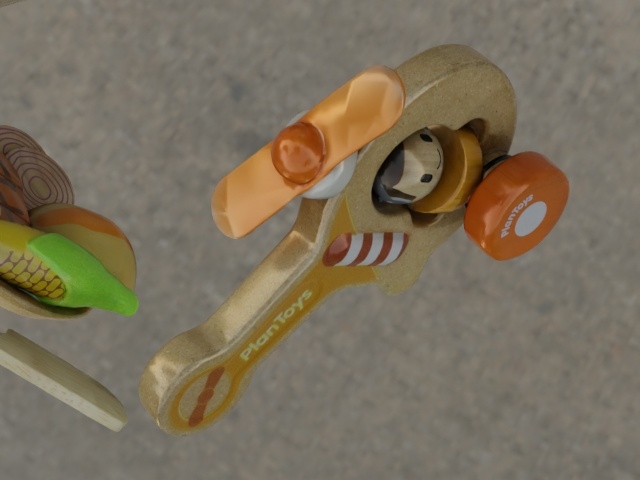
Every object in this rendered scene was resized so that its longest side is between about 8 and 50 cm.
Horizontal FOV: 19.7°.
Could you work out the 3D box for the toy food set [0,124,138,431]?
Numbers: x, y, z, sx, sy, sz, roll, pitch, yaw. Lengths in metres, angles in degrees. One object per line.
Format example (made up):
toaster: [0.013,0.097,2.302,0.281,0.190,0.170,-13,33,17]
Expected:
toy food set: [-0.129,-0.019,0.755,0.038,0.192,0.132,-42,131,14]

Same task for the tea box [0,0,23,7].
tea box: [-0.271,-0.204,0.503,0.329,0.220,0.324,-3,103,10]

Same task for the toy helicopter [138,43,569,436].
toy helicopter: [0.000,0.000,1.313,0.140,0.355,0.235,45,-179,31]
